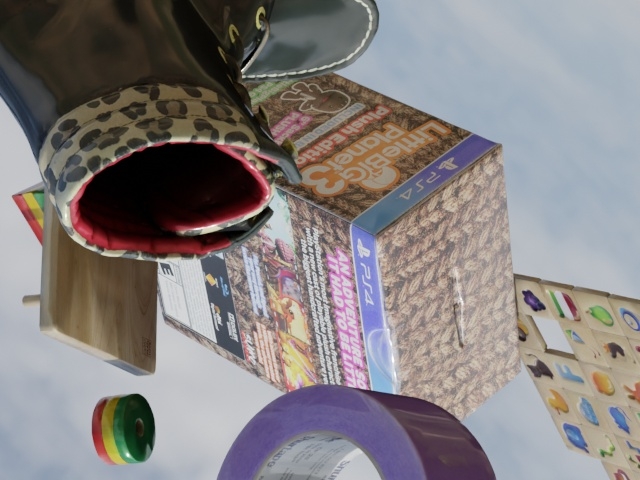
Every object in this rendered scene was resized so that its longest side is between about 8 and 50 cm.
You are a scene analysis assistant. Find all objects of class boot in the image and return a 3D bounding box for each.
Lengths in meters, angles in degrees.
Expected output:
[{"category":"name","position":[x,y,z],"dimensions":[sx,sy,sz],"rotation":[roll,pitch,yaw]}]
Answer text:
[{"category":"boot","position":[-0.046,-0.064,0.847],"dimensions":[0.236,0.085,0.178],"rotation":[2,-143,-37]}]

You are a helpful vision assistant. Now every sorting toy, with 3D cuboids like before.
[{"category":"sorting toy","position":[-0.156,0.003,1.298],"dimensions":[0.132,0.046,0.274],"rotation":[34,-127,-62]}]

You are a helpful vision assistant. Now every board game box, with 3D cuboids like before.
[{"category":"board game box","position":[0.000,0.000,1.592],"dimensions":[0.291,0.232,0.141],"rotation":[27,-130,37]}]

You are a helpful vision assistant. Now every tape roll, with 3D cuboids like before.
[{"category":"tape roll","position":[0.021,0.190,1.291],"dimensions":[0.080,0.189,0.189],"rotation":[13,-144,-48]}]

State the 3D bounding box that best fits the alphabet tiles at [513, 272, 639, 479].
[{"category":"alphabet tiles","position":[0.234,0.127,1.583],"dimensions":[0.198,0.009,0.237],"rotation":[12,137,55]}]
